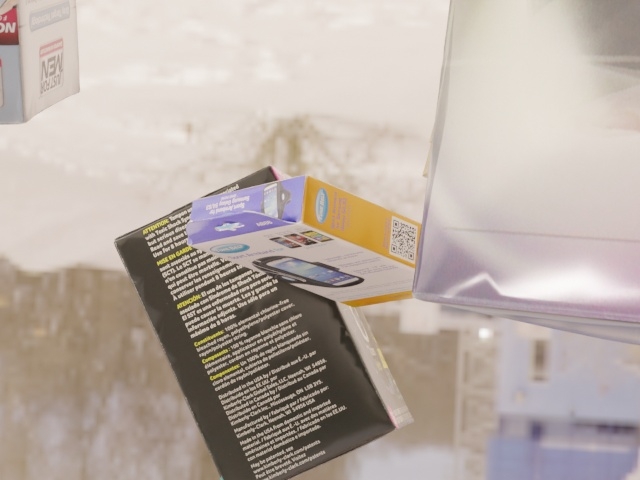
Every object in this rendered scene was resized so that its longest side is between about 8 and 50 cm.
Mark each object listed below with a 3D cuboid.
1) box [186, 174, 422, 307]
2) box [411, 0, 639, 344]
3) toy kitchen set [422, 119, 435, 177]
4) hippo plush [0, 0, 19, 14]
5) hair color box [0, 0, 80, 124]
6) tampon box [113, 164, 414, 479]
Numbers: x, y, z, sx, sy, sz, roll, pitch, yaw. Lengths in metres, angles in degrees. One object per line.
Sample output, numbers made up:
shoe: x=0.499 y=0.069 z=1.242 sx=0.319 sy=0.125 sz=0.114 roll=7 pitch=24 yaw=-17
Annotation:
box: x=0.000 y=0.000 z=0.855 sx=0.081 sy=0.028 sz=0.136 roll=-11 pitch=154 yaw=43
box: x=0.212 y=-0.099 z=0.631 sx=0.296 sy=0.294 sz=0.183 roll=4 pitch=176 yaw=41
toy kitchen set: x=0.145 y=-0.085 z=1.505 sx=0.068 sy=0.083 sz=0.075 roll=20 pitch=171 yaw=-32
hippo plush: x=-0.148 y=-0.233 z=1.107 sx=0.237 sy=0.234 sz=0.294 roll=11 pitch=-142 yaw=12
hair color box: x=-0.278 y=-0.291 z=1.412 sx=0.114 sy=0.374 sz=0.185 roll=0 pitch=-167 yaw=7
tampon box: x=-0.029 y=0.053 z=0.991 sx=0.101 sy=0.161 sz=0.120 roll=-25 pitch=174 yaw=6
